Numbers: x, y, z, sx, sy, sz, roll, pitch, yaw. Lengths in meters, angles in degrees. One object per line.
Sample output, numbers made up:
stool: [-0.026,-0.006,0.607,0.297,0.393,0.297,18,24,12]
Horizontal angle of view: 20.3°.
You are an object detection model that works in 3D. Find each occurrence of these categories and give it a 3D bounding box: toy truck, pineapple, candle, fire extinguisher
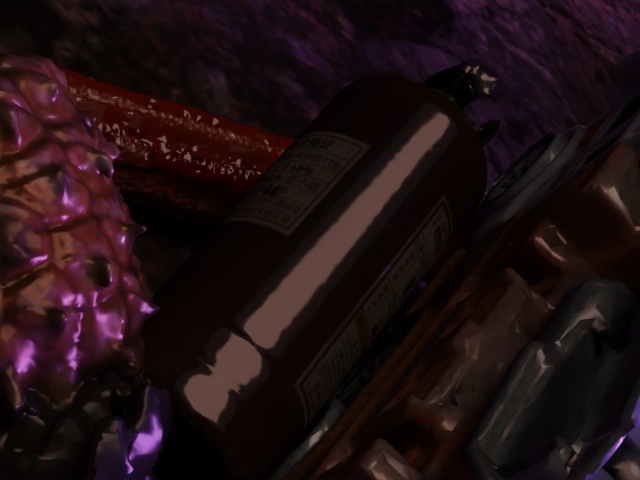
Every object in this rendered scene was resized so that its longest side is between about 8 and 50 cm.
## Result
toy truck: [0.122,0.028,0.678,0.133,0.184,0.338,45,47,-3]
pineapple: [-0.087,0.067,0.516,0.128,0.128,0.248,1,58,-48]
candle: [-0.033,-0.028,0.740,0.329,0.048,0.051,16,51,-38]
fire extinguisher: [0.000,0.000,0.668,0.071,0.099,0.231,46,55,-9]
